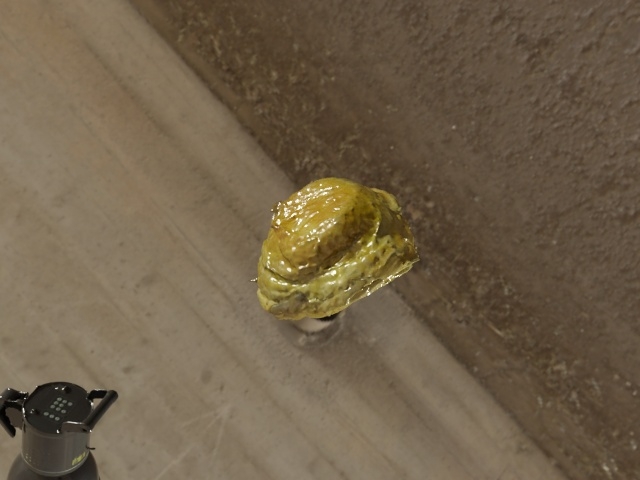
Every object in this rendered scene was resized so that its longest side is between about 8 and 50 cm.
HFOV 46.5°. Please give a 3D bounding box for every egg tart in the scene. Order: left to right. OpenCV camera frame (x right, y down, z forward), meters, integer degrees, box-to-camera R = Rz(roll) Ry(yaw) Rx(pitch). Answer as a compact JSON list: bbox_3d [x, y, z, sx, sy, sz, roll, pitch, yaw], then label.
[{"bbox_3d":[0.000,0.000,1.382,0.339,0.352,0.153,-25,123,18],"label":"egg tart"}]

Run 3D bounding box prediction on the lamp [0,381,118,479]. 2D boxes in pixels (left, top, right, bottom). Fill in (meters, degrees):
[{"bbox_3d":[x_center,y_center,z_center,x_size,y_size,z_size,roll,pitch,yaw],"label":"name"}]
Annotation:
[{"bbox_3d":[-0.401,0.297,1.106,0.172,0.147,0.228,21,123,10],"label":"lamp"}]
